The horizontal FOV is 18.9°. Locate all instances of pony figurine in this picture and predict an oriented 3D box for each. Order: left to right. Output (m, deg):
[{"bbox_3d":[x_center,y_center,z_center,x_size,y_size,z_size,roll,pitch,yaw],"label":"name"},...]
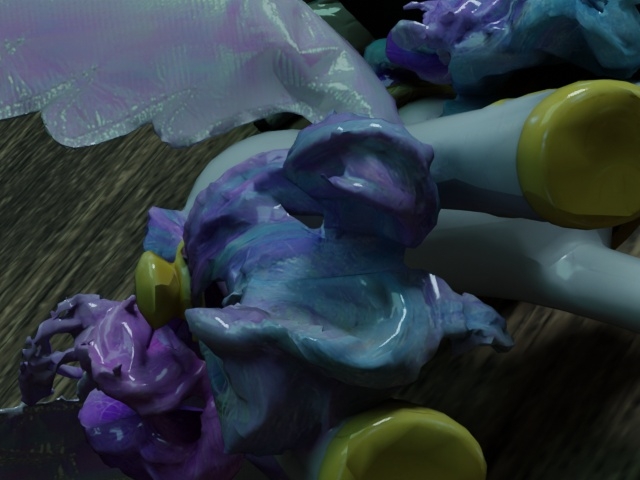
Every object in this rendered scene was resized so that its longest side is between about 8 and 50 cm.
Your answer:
[{"bbox_3d":[0.000,0.000,0.658,0.351,0.303,0.363,-8,11,-20],"label":"pony figurine"}]

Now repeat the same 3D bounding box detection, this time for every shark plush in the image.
[{"bbox_3d":[0.014,-0.125,1.094,0.161,0.073,0.067,-30,-7,24],"label":"shark plush"}]

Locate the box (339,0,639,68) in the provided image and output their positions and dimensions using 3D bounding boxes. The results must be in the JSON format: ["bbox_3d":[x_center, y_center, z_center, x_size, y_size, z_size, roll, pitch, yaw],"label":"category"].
[{"bbox_3d":[0.141,-0.259,0.895,0.343,0.179,0.312,-47,15,-6],"label":"box"}]
